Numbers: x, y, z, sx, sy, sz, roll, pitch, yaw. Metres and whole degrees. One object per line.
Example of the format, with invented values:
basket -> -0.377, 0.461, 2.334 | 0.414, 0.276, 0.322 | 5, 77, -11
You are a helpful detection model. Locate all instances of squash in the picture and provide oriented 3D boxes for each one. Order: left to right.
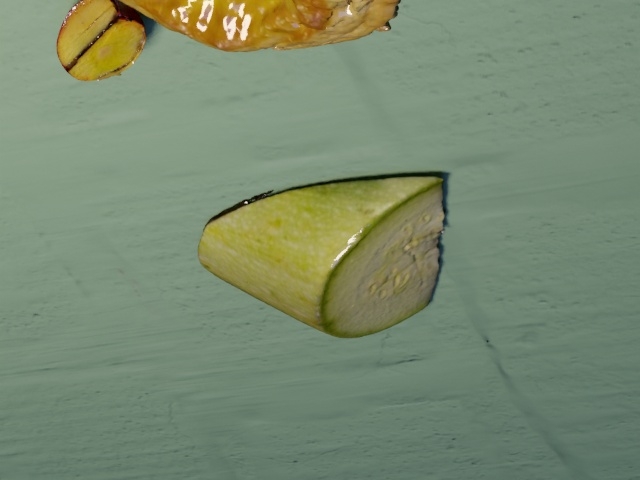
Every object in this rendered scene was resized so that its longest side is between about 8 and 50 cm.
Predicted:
squash -> 0.000, 0.000, 1.881 | 0.204, 0.155, 0.237 | -28, 148, -19

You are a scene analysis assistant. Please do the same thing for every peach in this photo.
peach -> -0.191, -0.180, 1.610 | 0.077, 0.050, 0.083 | -16, 157, -11

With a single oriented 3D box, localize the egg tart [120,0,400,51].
egg tart -> -0.079, -0.269, 1.337 | 0.352, 0.150, 0.352 | 25, 160, 10
